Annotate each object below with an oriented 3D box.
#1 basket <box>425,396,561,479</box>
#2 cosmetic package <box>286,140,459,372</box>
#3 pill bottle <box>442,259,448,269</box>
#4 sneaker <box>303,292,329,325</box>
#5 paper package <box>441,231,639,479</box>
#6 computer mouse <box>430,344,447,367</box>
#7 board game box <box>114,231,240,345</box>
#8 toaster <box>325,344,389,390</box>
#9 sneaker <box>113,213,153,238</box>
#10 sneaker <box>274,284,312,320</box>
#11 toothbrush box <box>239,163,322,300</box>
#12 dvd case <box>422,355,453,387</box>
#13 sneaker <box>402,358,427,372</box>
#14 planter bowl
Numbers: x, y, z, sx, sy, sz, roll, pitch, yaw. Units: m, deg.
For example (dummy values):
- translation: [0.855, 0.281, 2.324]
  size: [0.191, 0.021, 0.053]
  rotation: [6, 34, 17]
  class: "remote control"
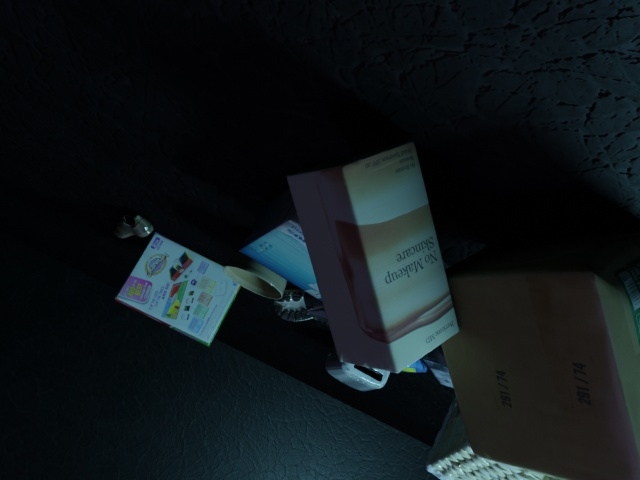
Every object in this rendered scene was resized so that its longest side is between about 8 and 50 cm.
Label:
- translation: [0.450, 0.390, 1.168]
  size: [0.331, 0.328, 0.266]
  rotation: [33, 150, 8]
  class: "basket"
- translation: [0.080, 0.021, 0.849]
  size: [0.129, 0.153, 0.296]
  rotation: [-1, 110, 51]
  class: "cosmetic package"
- translation: [0.180, 0.111, 1.162]
  size: [0.136, 0.136, 0.245]
  rotation: [24, 159, 7]
  class: "pill bottle"
- translation: [0.055, 0.198, 1.426]
  size: [0.118, 0.083, 0.222]
  rotation: [-23, 99, 26]
  class: "sneaker"
- translation: [0.346, 0.170, 0.858]
  size: [0.309, 0.168, 0.324]
  rotation: [-8, 101, 54]
  class: "paper package"
- translation: [0.382, 0.321, 1.468]
  size: [0.262, 0.060, 0.184]
  rotation: [28, 176, -6]
  class: "computer mouse"
- translation: [-0.430, 0.151, 1.811]
  size: [0.317, 0.242, 0.064]
  rotation: [27, 161, -1]
  class: "board game box"
- translation: [0.137, 0.428, 1.967]
  size: [0.227, 0.129, 0.146]
  rotation: [32, 156, -12]
  class: "toaster"
- translation: [-0.580, -0.053, 1.777]
  size: [0.188, 0.066, 0.071]
  rotation: [0, 130, 40]
  class: "sneaker"
- translation: [0.021, 0.151, 1.514]
  size: [0.279, 0.107, 0.118]
  rotation: [7, -161, 9]
  class: "sneaker"
- translation: [0.000, 0.000, 1.124]
  size: [0.216, 0.126, 0.295]
  rotation: [33, 159, -14]
  class: "toothbrush box"
- translation: [0.418, 0.420, 1.778]
  size: [0.165, 0.018, 0.221]
  rotation: [11, 154, 34]
  class: "dvd case"
- translation: [0.274, 0.352, 1.740]
  size: [0.069, 0.082, 0.209]
  rotation: [-1, 167, 24]
  class: "sneaker"
- translation: [-0.146, 0.061, 1.457]
  size: [0.162, 0.109, 0.162]
  rotation: [22, 158, 10]
  class: "planter bowl"
